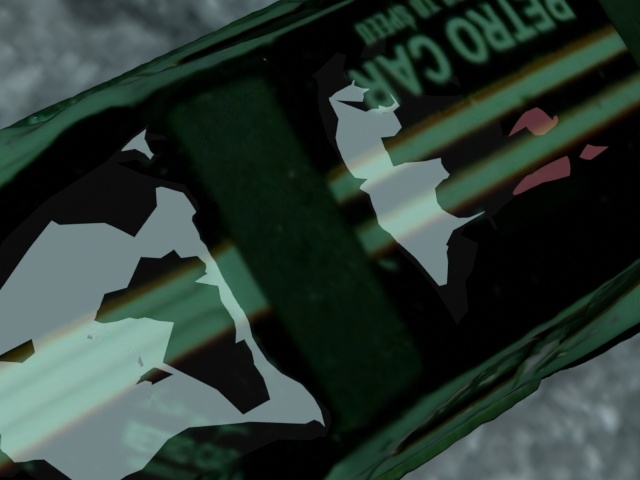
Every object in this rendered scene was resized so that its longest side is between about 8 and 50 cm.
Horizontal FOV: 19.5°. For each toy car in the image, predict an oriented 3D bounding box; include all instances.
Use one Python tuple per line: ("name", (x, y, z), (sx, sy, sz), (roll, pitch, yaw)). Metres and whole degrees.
("toy car", (0.000, 0.000, 0.482), (0.306, 0.125, 0.136), (-28, 88, -32))
